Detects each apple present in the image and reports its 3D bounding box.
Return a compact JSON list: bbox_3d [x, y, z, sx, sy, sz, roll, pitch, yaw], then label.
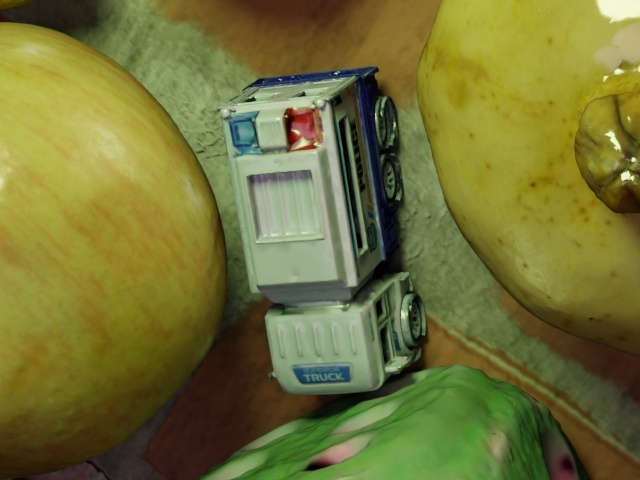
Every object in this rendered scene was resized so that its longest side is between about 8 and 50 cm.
[{"bbox_3d":[-0.269,0.013,1.433,0.391,0.391,0.346,-30,112,23],"label":"apple"}]

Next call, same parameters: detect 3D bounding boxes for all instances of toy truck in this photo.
[{"bbox_3d":[0.000,0.000,1.449,0.124,0.155,0.268,-5,104,19],"label":"toy truck"}]

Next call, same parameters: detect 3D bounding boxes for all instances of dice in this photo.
[{"bbox_3d":[0.060,0.302,1.422,0.318,0.322,0.330,-19,96,23],"label":"dice"}]

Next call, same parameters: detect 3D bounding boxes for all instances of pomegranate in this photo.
[{"bbox_3d":[0.243,-0.100,1.201,0.410,0.410,0.410,5,106,17],"label":"pomegranate"}]

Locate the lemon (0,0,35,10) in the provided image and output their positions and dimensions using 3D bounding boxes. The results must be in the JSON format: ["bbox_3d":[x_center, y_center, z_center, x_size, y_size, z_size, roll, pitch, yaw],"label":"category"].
[{"bbox_3d":[-0.289,-0.286,1.453,0.244,0.187,0.187,33,112,10],"label":"lemon"}]
